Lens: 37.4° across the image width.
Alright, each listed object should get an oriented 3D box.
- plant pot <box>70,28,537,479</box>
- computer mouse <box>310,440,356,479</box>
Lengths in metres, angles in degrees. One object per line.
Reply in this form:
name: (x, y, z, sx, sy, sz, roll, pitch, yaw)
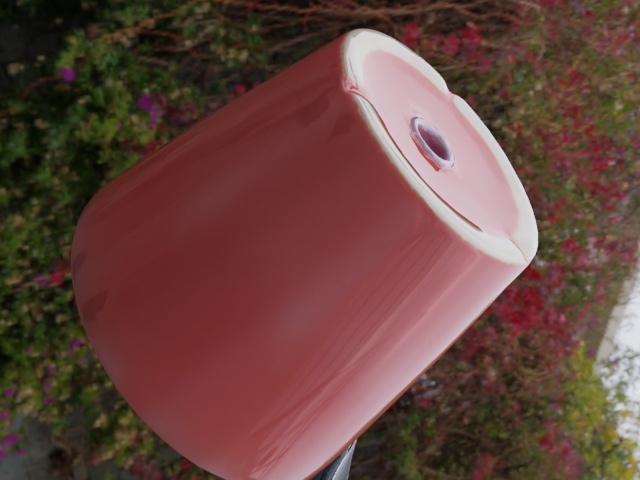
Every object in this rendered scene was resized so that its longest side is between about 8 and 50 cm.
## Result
plant pot: (0.000, 0.000, 0.679, 0.243, 0.275, 0.275, -39, -117, 28)
computer mouse: (-0.040, 0.159, 0.893, 0.184, 0.060, 0.262, 24, -83, 32)
